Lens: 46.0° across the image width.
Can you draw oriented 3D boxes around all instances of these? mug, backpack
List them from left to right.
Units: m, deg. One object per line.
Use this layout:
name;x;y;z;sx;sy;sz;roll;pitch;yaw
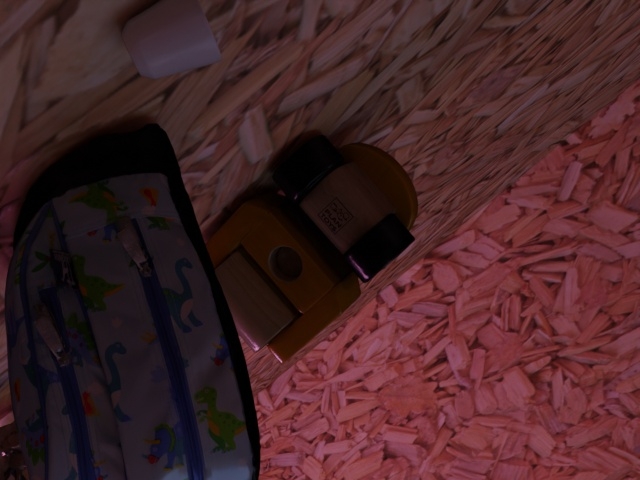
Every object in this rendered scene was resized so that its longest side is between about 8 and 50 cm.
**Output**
backpack;-0.186;0.120;0.726;0.273;0.355;0.290;-25;164;-34
mug;-0.117;-0.154;0.592;0.064;0.062;0.078;-26;159;-6

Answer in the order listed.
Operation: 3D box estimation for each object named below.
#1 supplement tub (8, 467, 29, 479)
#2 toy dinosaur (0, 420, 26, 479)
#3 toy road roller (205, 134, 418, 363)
supplement tub;-0.507;0.490;1.492;0.316;0.228;0.228;-18;158;-51
toy dinosaur;-0.522;0.372;1.142;0.296;0.127;0.200;-49;156;-25
toy road roller;0.000;0.000;1.121;0.329;0.202;0.240;-43;175;25
